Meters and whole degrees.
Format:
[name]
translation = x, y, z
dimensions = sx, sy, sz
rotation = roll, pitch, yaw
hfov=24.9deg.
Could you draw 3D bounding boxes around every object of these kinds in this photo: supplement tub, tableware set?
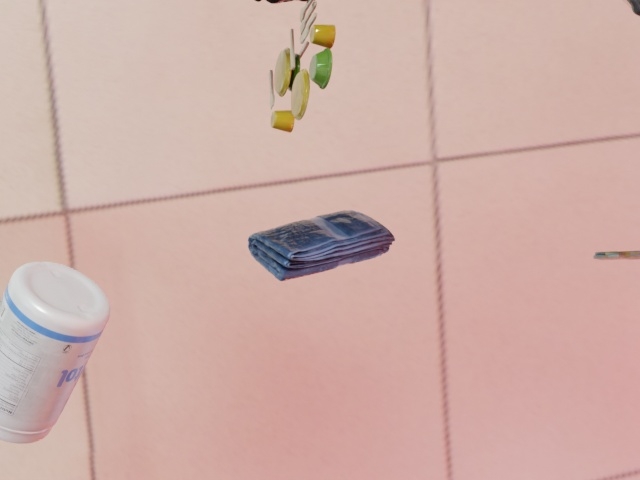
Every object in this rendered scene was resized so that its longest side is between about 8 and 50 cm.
[supplement tub]
translation = -0.191, 0.074, 0.968
dimensions = 0.071, 0.071, 0.107
rotation = 17, 117, -25
[tableware set]
translation = -0.016, -0.153, 1.360
dimensions = 0.024, 0.154, 0.104
rotation = 6, 62, -18

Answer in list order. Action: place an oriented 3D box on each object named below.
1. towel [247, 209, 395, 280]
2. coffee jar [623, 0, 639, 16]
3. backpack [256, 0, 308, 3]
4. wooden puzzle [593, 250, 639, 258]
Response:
[towel]
translation = 0.000, 0.000, 1.276
dimensions = 0.119, 0.067, 0.029
rotation = -15, 123, -33
[coffee jar]
translation = 0.204, -0.200, 0.737
dimensions = 0.079, 0.096, 0.184
rotation = 17, 115, -22
[backpack]
translation = -0.015, -0.326, 1.337
dimensions = 0.115, 0.152, 0.182
rotation = 5, 63, -14
[wooden puzzle]
translation = 0.254, 0.012, 1.201
dimensions = 0.049, 0.083, 0.006
rotation = -2, 87, 17
